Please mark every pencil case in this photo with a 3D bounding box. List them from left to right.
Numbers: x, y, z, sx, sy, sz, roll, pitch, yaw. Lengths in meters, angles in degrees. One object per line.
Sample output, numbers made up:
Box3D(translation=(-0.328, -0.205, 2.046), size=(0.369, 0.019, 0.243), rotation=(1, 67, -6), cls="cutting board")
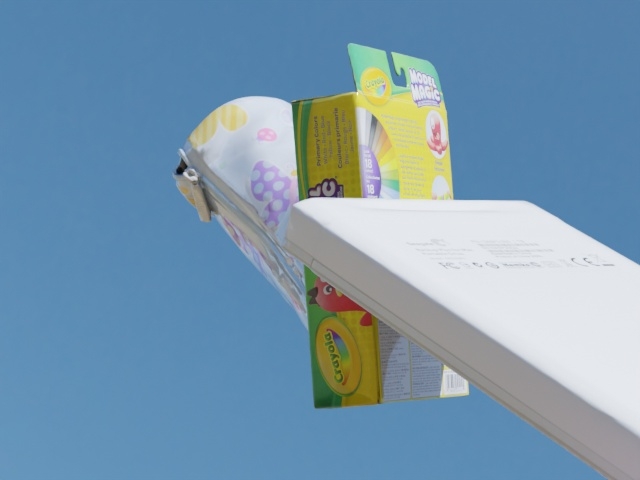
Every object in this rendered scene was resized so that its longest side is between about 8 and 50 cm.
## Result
Box3D(translation=(0.000, 0.000, 1.403), size=(0.124, 0.273, 0.113), rotation=(11, -64, -46), cls="pencil case")

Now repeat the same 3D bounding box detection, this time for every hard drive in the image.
Box3D(translation=(0.148, 0.054, 1.011), size=(0.203, 0.040, 0.307), rotation=(0, 25, -41), cls="hard drive")

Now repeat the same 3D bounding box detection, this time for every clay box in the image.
Box3D(translation=(0.038, -0.007, 1.188), size=(0.053, 0.222, 0.127), rotation=(-8, -6, 29), cls="clay box")
